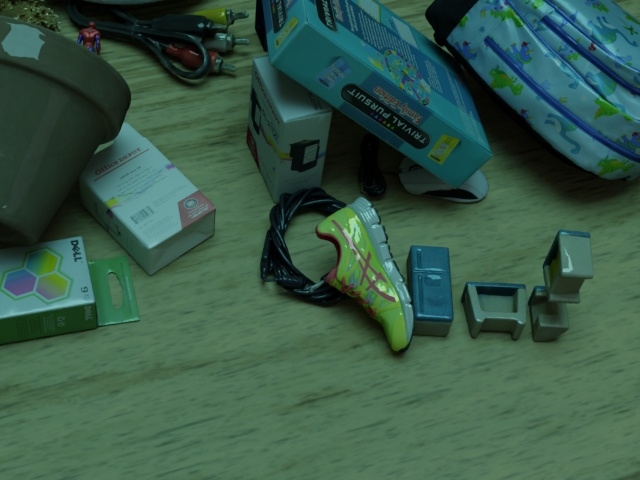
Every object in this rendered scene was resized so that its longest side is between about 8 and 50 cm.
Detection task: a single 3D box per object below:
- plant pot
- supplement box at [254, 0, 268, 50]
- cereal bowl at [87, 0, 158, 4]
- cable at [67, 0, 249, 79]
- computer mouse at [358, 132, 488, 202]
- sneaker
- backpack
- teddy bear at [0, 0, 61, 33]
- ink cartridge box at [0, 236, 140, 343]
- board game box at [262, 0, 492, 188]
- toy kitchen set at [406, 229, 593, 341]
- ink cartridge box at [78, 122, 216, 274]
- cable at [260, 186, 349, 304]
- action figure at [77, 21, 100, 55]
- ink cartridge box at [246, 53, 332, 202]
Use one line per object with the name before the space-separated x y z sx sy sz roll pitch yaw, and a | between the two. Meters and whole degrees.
plant pot | -0.394 -0.122 1.477 0.263 0.263 0.229 13 74 3
supplement box | -0.054 -0.349 1.833 0.083 0.083 0.056 -12 56 -14
cereal bowl | -0.309 -0.525 1.870 0.339 0.141 0.339 1 44 -1
cable | -0.257 -0.310 1.816 0.287 0.072 0.139 6 69 13
computer mouse | 0.151 -0.101 1.699 0.193 0.042 0.106 6 52 -2
sneaker | 0.055 0.054 1.532 0.094 0.081 0.208 -20 80 -11
backpack | 0.369 -0.247 1.712 0.290 0.273 0.355 -5 64 -56
teddy bear | -0.486 -0.319 1.721 0.245 0.113 0.338 -13 58 10
ink cartridge box | -0.343 0.061 1.504 0.209 0.062 0.109 -9 54 -14
board game box | 0.073 -0.247 1.634 0.336 0.079 0.253 31 29 -27
toy kitchen set | 0.228 0.034 1.530 0.207 0.166 0.122 3 53 -5
ink cartridge box | -0.249 -0.061 1.604 0.115 0.067 0.198 -34 65 -27
cable | 0.000 0.000 1.602 0.151 0.047 0.184 11 52 1
action figure | -0.352 -0.281 1.772 0.038 0.030 0.115 4 67 2
ink cartridge box | -0.047 -0.159 1.635 0.072 0.175 0.127 -14 56 -17
